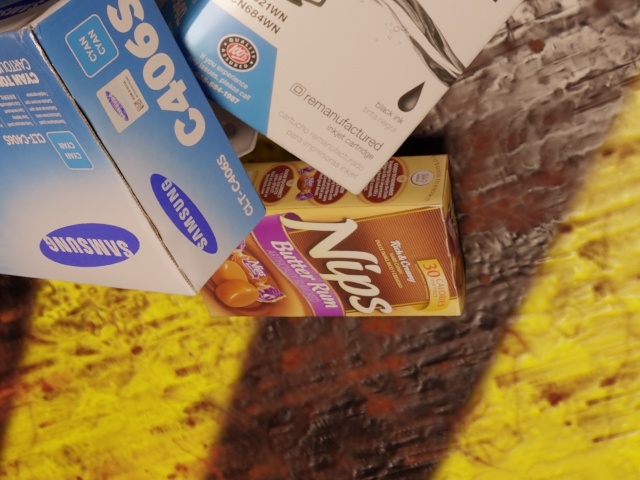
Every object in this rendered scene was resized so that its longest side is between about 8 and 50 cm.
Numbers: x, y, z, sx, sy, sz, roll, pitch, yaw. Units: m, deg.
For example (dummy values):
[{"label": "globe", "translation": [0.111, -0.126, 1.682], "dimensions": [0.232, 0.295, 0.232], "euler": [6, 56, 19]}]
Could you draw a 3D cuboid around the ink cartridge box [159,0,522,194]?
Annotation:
[{"label": "ink cartridge box", "translation": [0.023, -0.153, 0.528], "dimensions": [0.148, 0.086, 0.203], "euler": [31, 110, -24]}]

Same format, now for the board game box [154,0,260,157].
[{"label": "board game box", "translation": [-0.173, -0.291, 0.583], "dimensions": [0.390, 0.050, 0.390], "euler": [20, 115, 7]}]

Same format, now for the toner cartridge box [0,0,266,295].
[{"label": "toner cartridge box", "translation": [-0.209, -0.061, 0.578], "dimensions": [0.348, 0.075, 0.165], "euler": [2, 132, 41]}]

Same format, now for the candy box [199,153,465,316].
[{"label": "candy box", "translation": [0.000, 0.000, 0.632], "dimensions": [0.186, 0.053, 0.109], "euler": [-3, 135, 15]}]
